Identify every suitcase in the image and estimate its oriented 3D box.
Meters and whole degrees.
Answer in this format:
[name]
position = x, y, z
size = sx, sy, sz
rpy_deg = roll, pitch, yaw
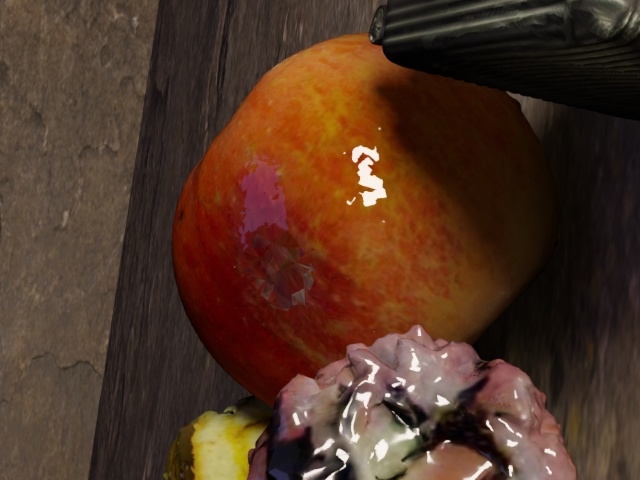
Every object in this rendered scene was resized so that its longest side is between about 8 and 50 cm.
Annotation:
[suitcase]
position = 0.155, -0.134, 0.617
size = 0.312, 0.202, 0.128
rpy_deg = -158, 79, -73

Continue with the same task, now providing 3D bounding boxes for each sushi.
[sushi]
position = 0.064, 0.184, 0.691
size = 0.171, 0.236, 0.270
rpy_deg = 81, -171, -63

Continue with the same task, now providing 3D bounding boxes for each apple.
[apple]
position = 0.000, 0.000, 0.860
size = 0.293, 0.251, 0.163
rpy_deg = -48, -12, 29

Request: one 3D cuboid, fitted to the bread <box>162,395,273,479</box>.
[bread]
position = -0.011, 0.214, 0.907
size = 0.257, 0.186, 0.124
rpy_deg = 40, 139, 44
